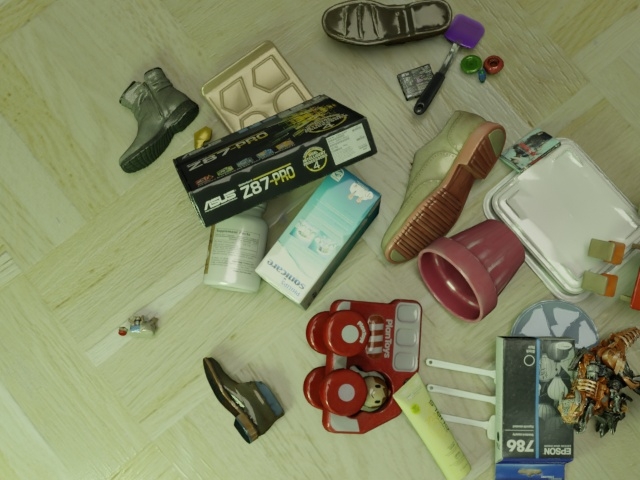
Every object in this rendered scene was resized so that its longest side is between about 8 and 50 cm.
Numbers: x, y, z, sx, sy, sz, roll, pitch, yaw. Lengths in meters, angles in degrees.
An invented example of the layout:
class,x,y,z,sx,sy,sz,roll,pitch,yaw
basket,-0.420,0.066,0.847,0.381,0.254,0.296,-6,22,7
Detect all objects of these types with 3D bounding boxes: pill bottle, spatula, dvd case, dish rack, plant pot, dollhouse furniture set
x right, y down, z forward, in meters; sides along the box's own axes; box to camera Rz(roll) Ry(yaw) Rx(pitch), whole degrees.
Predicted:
class,x,y,z,sx,sy,sz,roll,pitch,yaw
pill bottle,-0.187,-0.002,1.868,0.131,0.131,0.229,8,81,3
spatula,0.299,-0.418,1.952,0.084,0.030,0.296,28,78,11
dvd case,0.488,-0.211,1.912,0.119,0.013,0.087,-36,39,-2
spatula,0.347,0.355,1.842,0.242,0.019,0.168,9,94,3
dish rack,0.573,-0.055,1.886,0.285,0.072,0.333,-40,81,-4
plant pot,0.348,0.053,1.823,0.180,0.201,0.201,-36,82,-19
dollhouse furniture set,0.738,0.031,1.780,0.262,0.135,0.259,11,94,-12

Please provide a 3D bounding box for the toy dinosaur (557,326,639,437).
class,x,y,z,sx,sy,sz,roll,pitch,yaw
toy dinosaur,0.628,0.300,1.758,0.322,0.164,0.218,-40,100,-15

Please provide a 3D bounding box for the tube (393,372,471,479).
class,x,y,z,sx,sy,sz,roll,pitch,yaw
tube,0.246,0.416,1.801,0.062,0.070,0.240,-30,93,10

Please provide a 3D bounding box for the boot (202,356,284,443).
class,x,y,z,sx,sy,sz,roll,pitch,yaw
boot,-0.176,0.341,1.857,0.106,0.082,0.219,-28,76,-25

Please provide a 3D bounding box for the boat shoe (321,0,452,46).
class,x,y,z,sx,sy,sz,roll,pitch,yaw
boat shoe,0.156,-0.509,1.953,0.307,0.104,0.110,0,90,0

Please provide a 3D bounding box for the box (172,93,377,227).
class,x,y,z,sx,sy,sz,roll,pitch,yaw
box,-0.110,-0.183,1.783,0.395,0.318,0.097,-24,111,-7

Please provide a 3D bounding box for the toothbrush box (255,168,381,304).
class,x,y,z,sx,sy,sz,roll,pitch,yaw
toothbrush box,0.000,0.000,1.820,0.126,0.216,0.295,35,85,7

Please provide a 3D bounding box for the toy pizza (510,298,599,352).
class,x,y,z,sx,sy,sz,roll,pitch,yaw
toy pizza,0.529,0.234,1.858,0.201,0.032,0.201,0,87,3

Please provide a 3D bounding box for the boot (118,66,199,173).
class,x,y,z,sx,sy,sz,roll,pitch,yaw
boot,-0.423,-0.287,1.953,0.161,0.083,0.246,41,77,12

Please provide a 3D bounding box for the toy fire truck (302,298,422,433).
class,x,y,z,sx,sy,sz,roll,pitch,yaw
toy fire truck,0.106,0.275,1.814,0.254,0.169,0.302,5,82,-16

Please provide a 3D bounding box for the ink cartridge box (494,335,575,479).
class,x,y,z,sx,sy,sz,roll,pitch,yaw
ink cartridge box,0.471,0.377,1.801,0.165,0.065,0.332,0,89,-3

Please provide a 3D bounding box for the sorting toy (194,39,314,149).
class,x,y,z,sx,sy,sz,roll,pitch,yaw
sorting toy,-0.177,-0.302,1.958,0.307,0.041,0.229,-36,90,-4

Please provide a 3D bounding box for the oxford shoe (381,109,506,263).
class,x,y,z,sx,sy,sz,roll,pitch,yaw
oxford shoe,0.259,-0.124,1.896,0.397,0.140,0.146,-51,52,-1

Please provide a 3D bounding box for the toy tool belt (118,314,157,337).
class,x,y,z,sx,sy,sz,roll,pitch,yaw
toy tool belt,-0.421,0.197,1.891,0.083,0.052,0.051,3,50,-1

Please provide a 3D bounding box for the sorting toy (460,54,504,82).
class,x,y,z,sx,sy,sz,roll,pitch,yaw
sorting toy,0.388,-0.410,1.964,0.102,0.042,0.061,1,66,14

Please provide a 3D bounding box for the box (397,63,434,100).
class,x,y,z,sx,sy,sz,roll,pitch,yaw
box,0.234,-0.380,1.970,0.083,0.018,0.067,-21,81,-2
